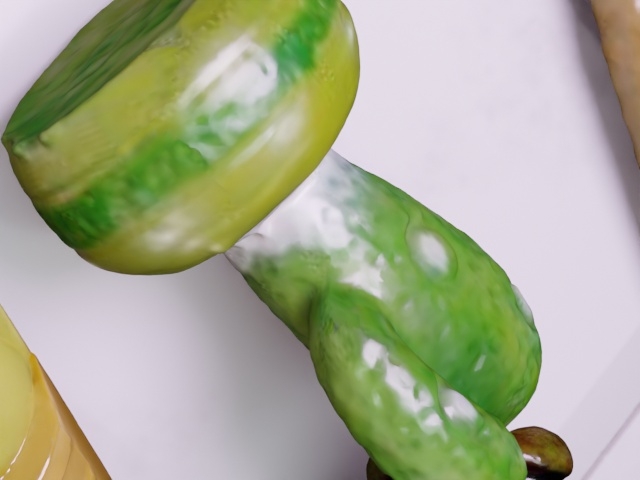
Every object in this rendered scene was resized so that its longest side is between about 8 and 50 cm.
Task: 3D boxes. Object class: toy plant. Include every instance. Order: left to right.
[{"bbox_3d":[0.000,0.000,0.674,0.184,0.224,0.316,-35,112,18],"label":"toy plant"}]

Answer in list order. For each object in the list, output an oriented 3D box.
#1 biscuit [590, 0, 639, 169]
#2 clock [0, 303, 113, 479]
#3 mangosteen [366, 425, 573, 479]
[{"bbox_3d":[0.367,-0.196,0.881,0.429,0.104,0.446,-30,110,-20],"label":"biscuit"},{"bbox_3d":[-0.254,0.144,0.545,0.317,0.200,0.244,-31,140,-12],"label":"clock"},{"bbox_3d":[0.094,0.212,0.747,0.209,0.210,0.210,-4,99,-27],"label":"mangosteen"}]
